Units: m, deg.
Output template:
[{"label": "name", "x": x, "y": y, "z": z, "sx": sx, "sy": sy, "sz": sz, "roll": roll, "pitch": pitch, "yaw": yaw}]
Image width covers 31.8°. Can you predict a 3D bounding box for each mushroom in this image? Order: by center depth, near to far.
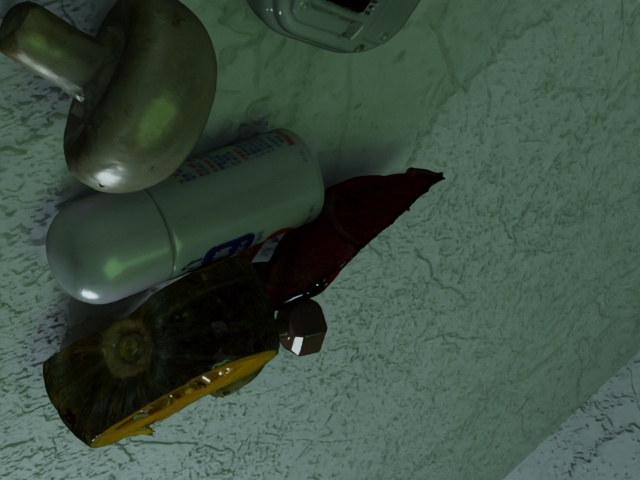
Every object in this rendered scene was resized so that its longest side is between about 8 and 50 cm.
[{"label": "mushroom", "x": -0.213, "y": -0.160, "z": 1.105, "sx": 0.215, "sy": 0.207, "sz": 0.207, "roll": 26, "pitch": 110, "yaw": -25}]

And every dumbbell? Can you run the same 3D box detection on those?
[{"label": "dumbbell", "x": -0.102, "y": 0.139, "z": 1.630, "sx": 0.231, "sy": 0.092, "sz": 0.082, "roll": -9, "pitch": 167, "yaw": -28}]

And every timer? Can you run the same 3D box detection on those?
[{"label": "timer", "x": 0.046, "y": -0.334, "z": 1.271, "sx": 0.237, "sy": 0.087, "sz": 0.262, "roll": 6, "pitch": 123, "yaw": -51}]

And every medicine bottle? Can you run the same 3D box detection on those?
[{"label": "medicine bottle", "x": -0.165, "y": -0.028, "z": 1.350, "sx": 0.341, "sy": 0.130, "sz": 0.130, "roll": -22, "pitch": 143, "yaw": -32}]

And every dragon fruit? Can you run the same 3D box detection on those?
[{"label": "dragon fruit", "x": 0.000, "y": 0.000, "z": 1.553, "sx": 0.282, "sy": 0.100, "sz": 0.343, "roll": -40, "pitch": -179, "yaw": 30}]

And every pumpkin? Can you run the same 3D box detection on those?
[{"label": "pumpkin", "x": -0.190, "y": 0.143, "z": 1.434, "sx": 0.317, "sy": 0.139, "sz": 0.222, "roll": -34, "pitch": 167, "yaw": 20}]

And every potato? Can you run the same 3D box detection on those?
[{"label": "potato", "x": -0.128, "y": 0.188, "z": 1.705, "sx": 0.138, "sy": 0.070, "sz": 0.091, "roll": -31, "pitch": 169, "yaw": -16}]

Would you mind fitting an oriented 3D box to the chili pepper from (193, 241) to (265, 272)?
[{"label": "chili pepper", "x": -0.099, "y": -0.003, "z": 1.527, "sx": 0.169, "sy": 0.065, "sz": 0.088, "roll": -51, "pitch": 149, "yaw": 3}]
